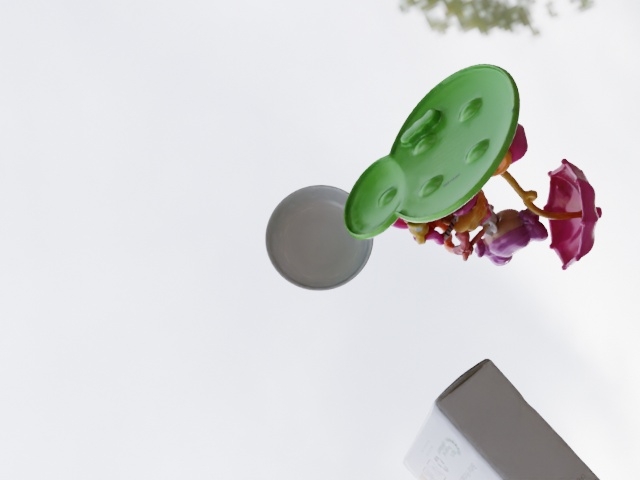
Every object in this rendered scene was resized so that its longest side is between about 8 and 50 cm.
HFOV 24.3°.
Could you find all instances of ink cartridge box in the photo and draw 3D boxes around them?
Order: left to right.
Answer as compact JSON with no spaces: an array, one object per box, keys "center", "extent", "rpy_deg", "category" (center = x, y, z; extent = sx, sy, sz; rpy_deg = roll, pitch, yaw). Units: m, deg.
[{"center":[0.209,0.261,1.075],"extent":[0.069,0.176,0.371],"rpy_deg":[-36,-105,-17],"category":"ink cartridge box"}]

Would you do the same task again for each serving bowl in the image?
[{"center":[0.000,0.000,1.150],"extent":[0.027,0.083,0.083],"rpy_deg":[67,-171,-78],"category":"serving bowl"}]

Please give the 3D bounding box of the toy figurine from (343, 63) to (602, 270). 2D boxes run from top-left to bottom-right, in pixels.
[{"center":[0.132,-0.024,1.120],"extent":[0.159,0.173,0.130],"rpy_deg":[33,-146,-31],"category":"toy figurine"}]
